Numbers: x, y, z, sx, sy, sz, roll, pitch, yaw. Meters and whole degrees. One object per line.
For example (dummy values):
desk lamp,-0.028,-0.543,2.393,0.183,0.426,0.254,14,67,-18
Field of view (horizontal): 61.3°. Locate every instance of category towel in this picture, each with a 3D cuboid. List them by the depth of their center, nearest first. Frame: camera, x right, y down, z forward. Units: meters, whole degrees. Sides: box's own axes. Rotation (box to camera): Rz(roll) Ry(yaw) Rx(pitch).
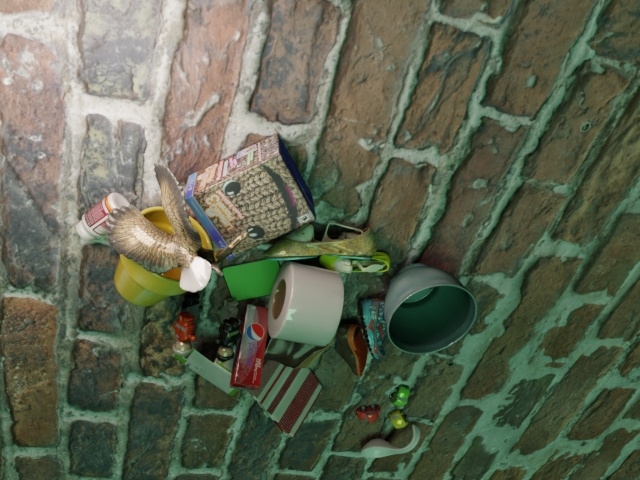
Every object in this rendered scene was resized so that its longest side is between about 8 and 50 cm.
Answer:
towel,-0.124,0.527,1.942,0.037,0.237,0.329,4,136,41

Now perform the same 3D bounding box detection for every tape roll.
tape roll,-0.052,0.199,1.691,0.169,0.246,0.246,13,121,-18

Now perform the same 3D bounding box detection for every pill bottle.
pill bottle,-0.622,-0.064,1.547,0.152,0.086,0.086,-32,121,14

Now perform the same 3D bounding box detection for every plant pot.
plant pot,-0.479,0.068,1.572,0.254,0.254,0.239,31,131,-24
plant pot,0.331,0.198,1.761,0.293,0.196,0.293,-7,126,-10

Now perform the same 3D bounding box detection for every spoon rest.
spoon rest,0.293,0.860,2.257,0.276,0.084,0.137,-33,132,23

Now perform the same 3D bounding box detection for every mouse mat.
mouse mat,-0.216,0.130,1.772,0.190,0.007,0.152,-11,125,2

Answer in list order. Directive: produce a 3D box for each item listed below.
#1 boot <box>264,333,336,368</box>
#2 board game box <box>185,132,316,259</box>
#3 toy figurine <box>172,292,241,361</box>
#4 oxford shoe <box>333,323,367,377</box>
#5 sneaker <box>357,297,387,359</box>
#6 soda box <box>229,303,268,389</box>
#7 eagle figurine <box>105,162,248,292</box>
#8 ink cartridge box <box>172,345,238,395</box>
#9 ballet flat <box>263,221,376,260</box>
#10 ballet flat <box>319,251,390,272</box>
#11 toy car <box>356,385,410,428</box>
boot,-0.069,0.327,1.834,0.207,0.090,0.248,21,105,-32
board game box,-0.194,-0.121,1.524,0.291,0.141,0.232,-24,123,9
toy figurine,-0.363,0.279,1.732,0.213,0.209,0.148,8,110,-13
oxford shoe,0.107,0.393,1.953,0.099,0.097,0.271,5,131,24
sneaker,0.213,0.311,1.886,0.125,0.104,0.261,-14,124,1
soda box,-0.228,0.349,1.761,0.084,0.263,0.092,14,153,-16
eagle figurine,-0.380,-0.017,1.394,0.298,0.226,0.225,43,151,-27
ink cartridge box,-0.362,0.408,1.851,0.255,0.097,0.189,36,144,-4
ballet flat,0.000,0.000,1.658,0.349,0.123,0.123,0,124,-6
ballet flat,0.113,0.072,1.728,0.231,0.077,0.077,0,123,-7
toy car,0.289,0.672,2.165,0.239,0.053,0.225,18,120,-18
